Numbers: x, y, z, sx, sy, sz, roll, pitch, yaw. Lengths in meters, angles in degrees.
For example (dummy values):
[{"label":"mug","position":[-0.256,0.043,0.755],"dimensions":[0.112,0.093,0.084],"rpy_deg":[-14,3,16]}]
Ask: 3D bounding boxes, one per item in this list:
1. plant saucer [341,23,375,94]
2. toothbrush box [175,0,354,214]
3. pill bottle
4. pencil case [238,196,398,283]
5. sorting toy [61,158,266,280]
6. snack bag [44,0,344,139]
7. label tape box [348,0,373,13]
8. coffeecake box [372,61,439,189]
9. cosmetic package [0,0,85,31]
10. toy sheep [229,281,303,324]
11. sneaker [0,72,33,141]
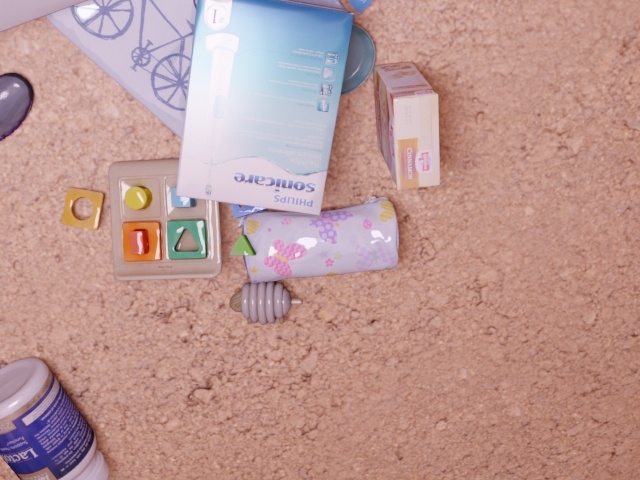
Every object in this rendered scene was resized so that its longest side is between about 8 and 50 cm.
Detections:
[{"label":"plant saucer","position":[0.027,-0.285,1.237],"dimensions":[0.119,0.021,0.119],"rpy_deg":[-10,126,-15]},{"label":"toothbrush box","position":[-0.085,-0.203,1.156],"dimensions":[0.216,0.126,0.296],"rpy_deg":[7,107,-7]},{"label":"pill bottle","position":[-0.504,0.357,1.441],"dimensions":[0.153,0.153,0.265],"rpy_deg":[-23,117,5]},{"label":"pencil case","position":[0.000,0.000,1.340],"dimensions":[0.273,0.113,0.124],"rpy_deg":[-7,103,-3]},{"label":"sorting toy","position":[-0.254,-0.035,1.268],"dimensions":[0.347,0.047,0.196],"rpy_deg":[-2,89,6]},{"label":"snack bag","position":[-0.187,-0.349,1.184],"dimensions":[0.342,0.037,0.323],"rpy_deg":[-43,114,12]},{"label":"label tape box","position":[0.113,-0.513,1.091],"dimensions":[0.347,0.115,0.249],"rpy_deg":[-41,114,12]},{"label":"coffeecake box","position":[0.131,-0.181,1.220],"dimensions":[0.068,0.185,0.142],"rpy_deg":[-7,117,-3]},{"label":"cosmetic package","position":[-0.397,-0.395,1.007],"dimensions":[0.365,0.155,0.197],"rpy_deg":[-17,160,7]},{"label":"toy sheep","position":[-0.096,0.109,1.401],"dimensions":[0.132,0.091,0.091],"rpy_deg":[-4,117,2]},{"label":"sneaker","position":[-0.530,-0.163,1.204],"dimensions":[0.223,0.098,0.083],"rpy_deg":[-37,115,13]}]
